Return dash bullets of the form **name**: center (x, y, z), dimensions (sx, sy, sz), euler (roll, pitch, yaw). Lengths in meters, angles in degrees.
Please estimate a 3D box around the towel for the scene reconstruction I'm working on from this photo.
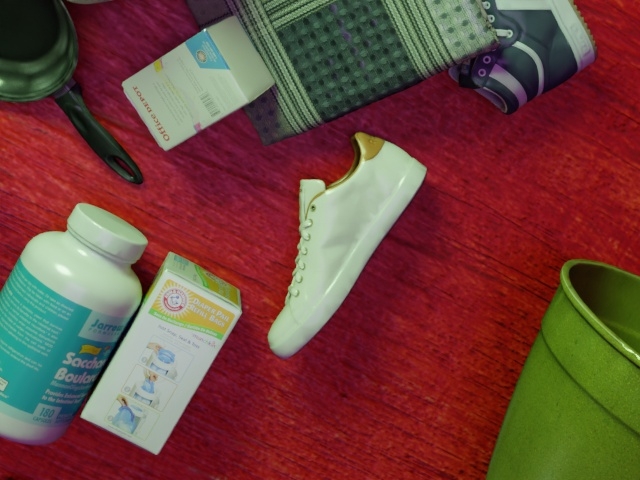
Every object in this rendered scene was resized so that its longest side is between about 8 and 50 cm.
- **towel**: center (-0.002, -0.304, 1.056), dimensions (0.312, 0.056, 0.324), euler (-21, 106, 20)

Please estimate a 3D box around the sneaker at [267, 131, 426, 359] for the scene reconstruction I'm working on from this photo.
- **sneaker**: center (0.000, 0.000, 1.136), dimensions (0.123, 0.106, 0.290), euler (34, 86, -8)

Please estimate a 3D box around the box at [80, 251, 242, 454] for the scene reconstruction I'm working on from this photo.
- **box**: center (-0.187, 0.131, 1.129), dimensions (0.103, 0.114, 0.203), euler (30, 97, -11)

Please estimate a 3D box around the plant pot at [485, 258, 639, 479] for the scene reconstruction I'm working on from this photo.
- **plant pot**: center (0.364, 0.270, 1.128), dimensions (0.366, 0.366, 0.353), euler (23, 110, -11)

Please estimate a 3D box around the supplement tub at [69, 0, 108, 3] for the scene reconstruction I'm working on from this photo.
- **supplement tub**: center (-0.249, -0.420, 0.949), dimensions (0.193, 0.193, 0.316), euler (-27, 92, 0)

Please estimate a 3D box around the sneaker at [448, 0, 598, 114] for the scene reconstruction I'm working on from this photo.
- **sneaker**: center (0.190, -0.279, 1.093), dimensions (0.153, 0.099, 0.282), euler (-38, 106, 0)

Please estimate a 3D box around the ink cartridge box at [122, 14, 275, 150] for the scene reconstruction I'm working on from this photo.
- **ink cartridge box**: center (-0.143, -0.174, 1.064), dimensions (0.143, 0.090, 0.092), euler (-24, 104, 27)

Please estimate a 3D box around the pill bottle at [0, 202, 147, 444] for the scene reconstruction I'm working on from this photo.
- **pill bottle**: center (-0.304, 0.092, 1.091), dimensions (0.146, 0.146, 0.264), euler (29, 98, -12)

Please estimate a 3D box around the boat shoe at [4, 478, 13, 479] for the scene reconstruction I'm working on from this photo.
- **boat shoe**: center (-0.412, 0.360, 1.192), dimensions (0.046, 0.038, 0.125), euler (10, 111, -51)

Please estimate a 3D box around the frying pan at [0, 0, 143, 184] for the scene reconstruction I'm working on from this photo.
- **frying pan**: center (-0.302, -0.208, 1.045), dimensions (0.326, 0.053, 0.197), euler (29, 133, -16)
